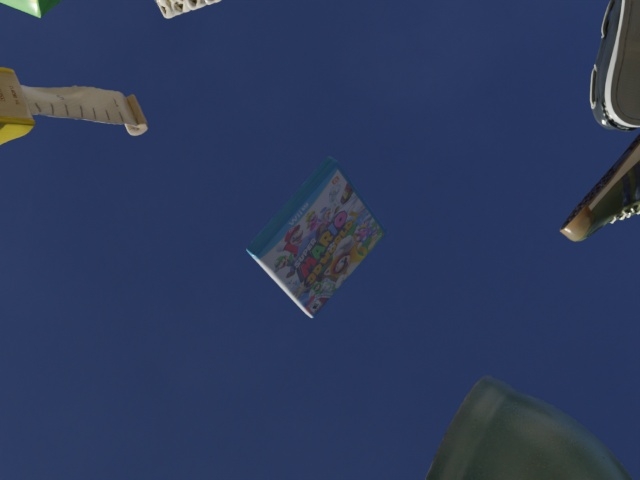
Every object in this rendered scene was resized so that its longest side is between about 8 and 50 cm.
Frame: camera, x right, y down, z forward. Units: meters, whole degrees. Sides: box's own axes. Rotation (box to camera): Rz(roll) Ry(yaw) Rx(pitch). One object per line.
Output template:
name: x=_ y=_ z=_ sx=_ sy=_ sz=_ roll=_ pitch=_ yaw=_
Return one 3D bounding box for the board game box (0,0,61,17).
board game box: x=-0.234 y=-0.256 z=0.924 sx=0.317 sy=0.046 sz=0.213 roll=24 pitch=-131 yaw=21

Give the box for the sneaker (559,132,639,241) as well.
sneaker: x=0.367 y=-0.057 z=1.693 sx=0.086 sy=0.064 sz=0.192 roll=41 pitch=-92 yaw=-1

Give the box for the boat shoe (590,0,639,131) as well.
boat shoe: x=0.423 y=-0.291 z=1.949 sx=0.114 sy=0.091 sz=0.302 roll=23 pitch=-97 yaw=-13

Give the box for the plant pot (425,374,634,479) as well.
plant pot: x=0.206 y=0.297 z=1.400 sx=0.196 sy=0.293 sz=0.293 roll=18 pitch=-130 yaw=19

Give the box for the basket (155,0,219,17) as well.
basket: x=-0.131 y=-0.300 z=1.358 sx=0.103 sy=0.167 sz=0.113 roll=-23 pitch=-148 yaw=9

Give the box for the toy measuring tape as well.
toy measuring tape: x=-0.313 y=-0.103 z=1.369 sx=0.330 sy=0.121 sz=0.121 roll=0 pitch=-130 yaw=-49

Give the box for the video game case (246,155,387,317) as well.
video game case: x=0.000 y=0.000 z=1.444 sx=0.015 sy=0.166 sz=0.119 roll=39 pitch=-96 yaw=30
